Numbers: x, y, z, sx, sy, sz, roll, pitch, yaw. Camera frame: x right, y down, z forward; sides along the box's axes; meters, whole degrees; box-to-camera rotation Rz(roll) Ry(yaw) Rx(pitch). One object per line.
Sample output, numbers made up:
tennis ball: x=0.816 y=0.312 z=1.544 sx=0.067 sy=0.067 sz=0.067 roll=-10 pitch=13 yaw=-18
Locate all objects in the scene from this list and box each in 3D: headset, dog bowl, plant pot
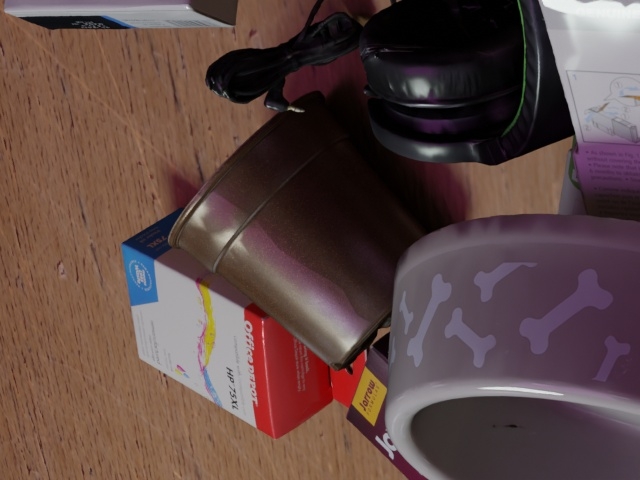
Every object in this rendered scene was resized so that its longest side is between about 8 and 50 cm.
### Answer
headset: x=0.044 y=-0.155 z=1.235 sx=0.243 sy=0.185 sz=0.394 roll=70 pitch=165 yaw=-3
dog bowl: x=0.198 y=0.109 z=1.172 sx=0.349 sy=0.102 sz=0.349 roll=15 pitch=157 yaw=6
plant pot: x=0.000 y=0.000 z=1.470 sx=0.165 sy=0.167 sz=0.167 roll=44 pitch=144 yaw=7

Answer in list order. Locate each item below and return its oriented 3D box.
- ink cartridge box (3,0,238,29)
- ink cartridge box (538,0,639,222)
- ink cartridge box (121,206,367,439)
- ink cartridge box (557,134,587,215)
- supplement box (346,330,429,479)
ink cartridge box: x=-0.121 y=-0.313 z=1.328 sx=0.165 sy=0.065 sz=0.332 roll=4 pitch=85 yaw=32
ink cartridge box: x=0.272 y=-0.052 z=1.038 sx=0.275 sy=0.060 sz=0.239 roll=5 pitch=135 yaw=28
ink cartridge box: x=-0.065 y=0.079 z=1.673 sx=0.231 sy=0.078 sz=0.134 roll=26 pitch=135 yaw=38
ink cartridge box: x=0.216 y=-0.009 z=1.258 sx=0.109 sy=0.062 sz=0.209 roll=34 pitch=138 yaw=32
supplement box: x=0.119 y=0.154 z=1.494 sx=0.188 sy=0.081 sz=0.104 roll=43 pitch=144 yaw=22
